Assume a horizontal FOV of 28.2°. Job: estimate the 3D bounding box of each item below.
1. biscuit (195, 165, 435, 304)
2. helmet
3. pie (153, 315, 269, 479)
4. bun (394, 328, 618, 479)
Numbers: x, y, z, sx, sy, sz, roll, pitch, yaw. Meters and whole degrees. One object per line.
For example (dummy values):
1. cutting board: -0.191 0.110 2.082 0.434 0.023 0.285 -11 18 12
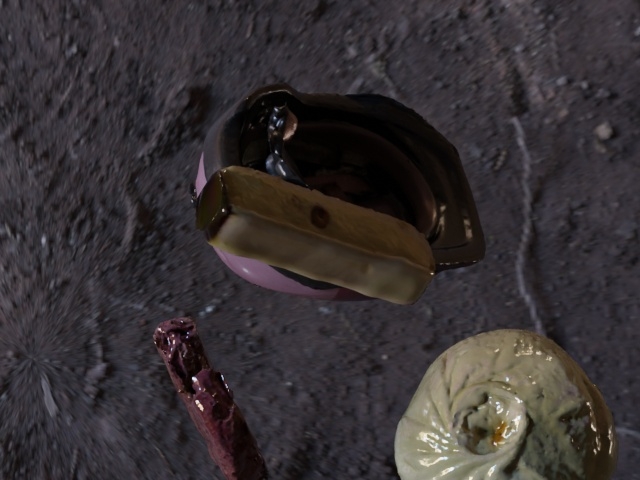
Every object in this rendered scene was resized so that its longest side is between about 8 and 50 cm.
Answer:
1. biscuit: 0.000 0.000 0.920 0.188 0.056 0.052 16 124 -29
2. helmet: 0.002 -0.027 1.112 0.253 0.154 0.198 19 46 -38
3. pie: -0.121 0.184 1.432 0.054 0.204 0.218 -27 54 -10
4. bun: 0.206 0.215 1.387 0.244 0.153 0.244 -1 80 6
